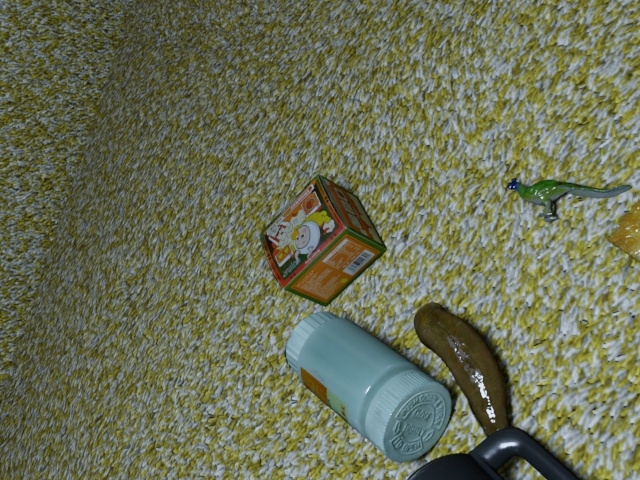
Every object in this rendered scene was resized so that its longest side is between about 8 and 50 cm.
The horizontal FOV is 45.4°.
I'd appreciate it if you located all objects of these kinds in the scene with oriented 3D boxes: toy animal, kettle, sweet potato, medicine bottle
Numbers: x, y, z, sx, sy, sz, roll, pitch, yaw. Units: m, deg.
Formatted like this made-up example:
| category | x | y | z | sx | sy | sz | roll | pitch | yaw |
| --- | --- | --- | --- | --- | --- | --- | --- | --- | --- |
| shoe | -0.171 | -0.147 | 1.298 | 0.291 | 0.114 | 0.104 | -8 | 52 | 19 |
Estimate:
| category | x | y | z | sx | sy | sz | roll | pitch | yaw |
| --- | --- | --- | --- | --- | --- | --- | --- | --- | --- |
| toy animal | 0.417 | -0.068 | 1.316 | 0.216 | 0.041 | 0.075 | 8 | 75 | 42 |
| kettle | 0.260 | 0.444 | 1.088 | 0.308 | 0.203 | 0.262 | 47 | 118 | 50 |
| sweet potato | 0.254 | 0.217 | 1.314 | 0.286 | 0.085 | 0.112 | 57 | 147 | 33 |
| medicine bottle | 0.076 | 0.255 | 1.405 | 0.318 | 0.158 | 0.158 | 32 | 94 | 48 |

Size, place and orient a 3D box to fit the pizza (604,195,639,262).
| category | x | y | z | sx | sy | sz | roll | pitch | yaw |
| --- | --- | --- | --- | --- | --- | --- | --- | --- | --- |
| pizza | 0.535 | -0.014 | 1.155 | 0.197 | 0.058 | 0.292 | -20 | 55 | 39 |

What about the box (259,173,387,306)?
| category | x | y | z | sx | sy | sz | roll | pitch | yaw |
| --- | --- | --- | --- | --- | --- | --- | --- | --- | --- |
| box | 0.000 | 0.000 | 1.618 | 0.195 | 0.148 | 0.178 | -44 | 46 | 21 |
